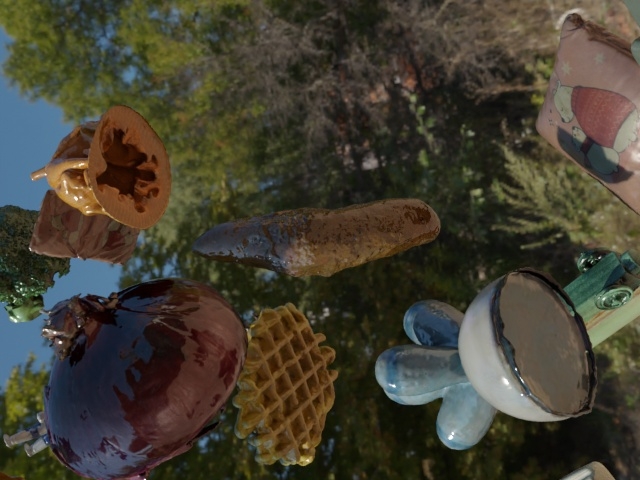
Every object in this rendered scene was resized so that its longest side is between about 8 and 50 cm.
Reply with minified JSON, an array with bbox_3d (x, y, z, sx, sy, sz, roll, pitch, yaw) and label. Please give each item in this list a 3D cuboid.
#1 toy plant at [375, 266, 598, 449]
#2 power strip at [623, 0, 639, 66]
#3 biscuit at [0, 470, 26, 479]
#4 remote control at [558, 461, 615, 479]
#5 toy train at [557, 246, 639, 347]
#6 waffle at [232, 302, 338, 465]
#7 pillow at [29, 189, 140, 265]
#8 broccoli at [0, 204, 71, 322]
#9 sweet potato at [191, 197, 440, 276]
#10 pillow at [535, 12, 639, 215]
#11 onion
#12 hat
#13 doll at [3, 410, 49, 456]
[{"bbox_3d":[0.226,0.197,1.183,0.247,0.332,0.247,21,-124,-34],"label":"toy plant"},{"bbox_3d":[0.354,-0.168,0.697,0.265,0.059,0.193,51,-169,-12],"label":"power strip"},{"bbox_3d":[-0.539,0.446,1.146,0.166,0.036,0.225,38,-141,-21],"label":"biscuit"},{"bbox_3d":[0.496,0.507,1.472,0.090,0.049,0.230,54,148,23],"label":"remote control"},{"bbox_3d":[0.490,0.126,1.365,0.177,0.285,0.116,20,-142,-31],"label":"toy train"},{"bbox_3d":[-0.060,0.279,1.438,0.329,0.062,0.329,30,-128,-49],"label":"waffle"},{"bbox_3d":[-0.476,-0.024,1.550,0.248,0.049,0.135,11,-85,-49],"label":"pillow"},{"bbox_3d":[-0.660,0.059,1.619,0.270,0.270,0.270,-89,2,-57],"label":"broccoli"},{"bbox_3d":[0.003,0.000,0.985,0.114,0.342,0.092,-138,42,-78],"label":"sweet potato"},{"bbox_3d":[0.396,-0.170,1.021,0.223,0.084,0.236,48,157,27],"label":"pillow"},{"bbox_3d":[-0.288,0.177,1.133,0.285,0.348,0.347,47,-156,-29],"label":"onion"},{"bbox_3d":[-0.436,-0.118,1.366,0.244,0.233,0.233,-66,-33,-50],"label":"hat"},{"bbox_3d":[-0.459,0.321,1.397,0.057,0.227,0.114,58,174,34],"label":"doll"}]
